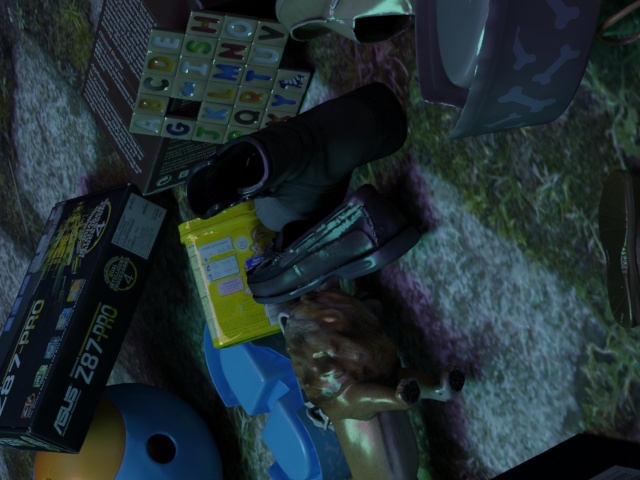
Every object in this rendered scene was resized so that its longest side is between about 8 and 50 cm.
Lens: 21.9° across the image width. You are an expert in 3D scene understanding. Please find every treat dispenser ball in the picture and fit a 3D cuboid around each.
[{"bbox_3d":[-0.293,0.360,2.518,0.288,0.288,0.288,37,137,44],"label":"treat dispenser ball"}]

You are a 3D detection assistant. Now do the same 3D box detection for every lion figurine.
[{"bbox_3d":[0.078,0.247,1.968,0.240,0.142,0.392,-3,101,50],"label":"lion figurine"}]

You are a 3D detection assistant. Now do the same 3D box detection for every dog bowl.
[{"bbox_3d":[-0.053,0.218,2.248,0.297,0.074,0.166,56,148,23],"label":"dog bowl"},{"bbox_3d":[0.160,-0.255,1.427,0.349,0.102,0.349,-178,90,-84],"label":"dog bowl"}]

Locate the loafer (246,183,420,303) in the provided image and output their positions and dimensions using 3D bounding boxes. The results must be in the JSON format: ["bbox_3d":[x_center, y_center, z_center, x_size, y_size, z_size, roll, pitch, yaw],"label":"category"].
[{"bbox_3d":[0.000,0.000,1.979,0.302,0.109,0.095,-19,106,53],"label":"loafer"}]

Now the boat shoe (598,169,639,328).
[{"bbox_3d":[0.299,0.006,1.568,0.056,0.048,0.153,-164,64,-69],"label":"boat shoe"}]

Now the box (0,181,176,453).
[{"bbox_3d":[-0.378,0.120,2.477,0.318,0.097,0.395,-10,57,63],"label":"box"}]

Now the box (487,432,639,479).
[{"bbox_3d":[0.331,0.381,1.604,0.343,0.179,0.312,1,110,59],"label":"box"}]

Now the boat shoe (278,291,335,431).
[{"bbox_3d":[0.023,0.199,2.093,0.096,0.088,0.267,-17,93,60],"label":"boat shoe"}]

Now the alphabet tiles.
[{"bbox_3d":[-0.116,-0.190,1.987,0.237,0.198,0.009,112,161,-54],"label":"alphabet tiles"}]

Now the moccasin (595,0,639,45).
[{"bbox_3d":[0.314,-0.165,1.319,0.139,0.147,0.380,-2,107,59],"label":"moccasin"}]

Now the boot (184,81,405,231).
[{"bbox_3d":[-0.068,-0.077,1.934,0.118,0.222,0.338,62,150,11],"label":"boot"}]

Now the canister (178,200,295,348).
[{"bbox_3d":[-0.105,0.045,2.162,0.073,0.126,0.170,7,-114,-73],"label":"canister"}]

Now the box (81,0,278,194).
[{"bbox_3d":[-0.179,-0.253,2.101,0.191,0.143,0.381,57,150,21],"label":"box"}]

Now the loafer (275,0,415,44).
[{"bbox_3d":[0.040,-0.251,1.770,0.268,0.102,0.092,-17,87,60],"label":"loafer"}]
